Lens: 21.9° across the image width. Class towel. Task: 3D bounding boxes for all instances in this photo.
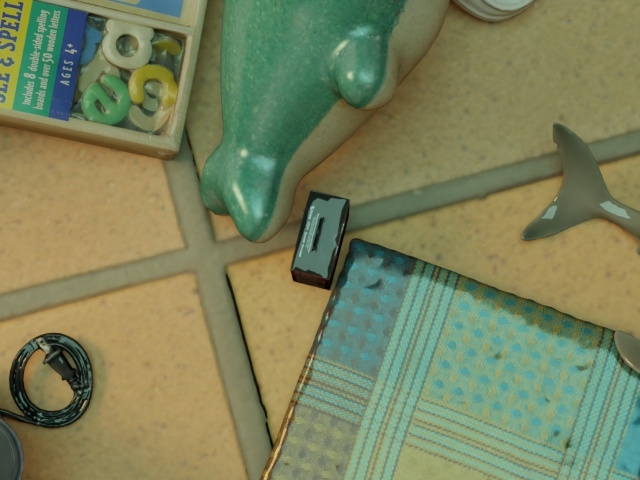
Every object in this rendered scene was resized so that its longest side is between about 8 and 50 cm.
[{"bbox_3d":[0.149,0.183,1.216,0.370,0.040,0.271,21,83,6],"label":"towel"}]

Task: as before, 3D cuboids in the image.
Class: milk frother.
[{"bbox_3d":[-0.230,0.128,1.186,0.129,0.135,0.143,39,87,-24],"label":"milk frother"}]

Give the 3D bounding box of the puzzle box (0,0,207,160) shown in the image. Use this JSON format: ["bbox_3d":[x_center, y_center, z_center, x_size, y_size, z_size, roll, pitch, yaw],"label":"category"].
[{"bbox_3d":[-0.205,-0.286,1.248,0.272,0.052,0.409,11,82,-13],"label":"puzzle box"}]

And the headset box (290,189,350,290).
[{"bbox_3d":[0.000,0.000,1.222,0.032,0.083,0.062,14,83,3],"label":"headset box"}]

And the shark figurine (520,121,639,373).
[{"bbox_3d":[0.271,0.032,1.183,0.166,0.116,0.278,-9,57,-21],"label":"shark figurine"}]

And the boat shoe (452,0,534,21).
[{"bbox_3d":[0.097,-0.282,1.207,0.098,0.096,0.277,-35,111,-14],"label":"boat shoe"}]

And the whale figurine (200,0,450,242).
[{"bbox_3d":[-0.023,-0.139,1.181,0.141,0.216,0.272,26,96,-30],"label":"whale figurine"}]
